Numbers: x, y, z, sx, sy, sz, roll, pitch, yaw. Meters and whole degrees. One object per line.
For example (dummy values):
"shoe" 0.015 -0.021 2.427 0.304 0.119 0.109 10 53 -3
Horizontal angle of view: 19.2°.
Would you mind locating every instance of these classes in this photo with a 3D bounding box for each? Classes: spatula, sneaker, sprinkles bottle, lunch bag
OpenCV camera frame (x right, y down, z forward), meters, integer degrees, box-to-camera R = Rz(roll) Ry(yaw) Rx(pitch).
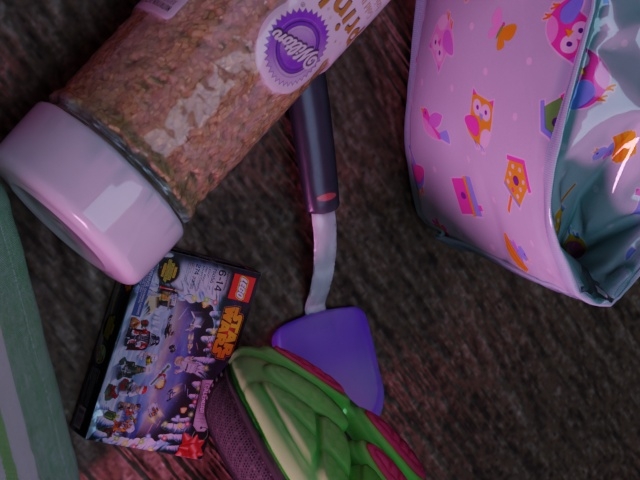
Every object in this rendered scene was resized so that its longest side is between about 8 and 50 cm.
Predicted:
"spatula" 0.000 0.000 1.310 0.084 0.030 0.296 -14 110 -29
"sneaker" 0.014 0.304 1.252 0.202 0.185 0.483 -20 92 14
"sprinkles bottle" -0.046 -0.139 1.188 0.355 0.121 0.121 -49 123 -11
"lunch bag" 0.161 -0.101 1.264 0.160 0.223 0.262 6 101 -30

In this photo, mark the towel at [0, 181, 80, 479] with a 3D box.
"towel" -0.245 0.127 1.083 0.325 0.038 0.248 -51 135 -57

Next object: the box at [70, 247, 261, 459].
"box" -0.103 0.074 1.269 0.094 0.027 0.137 14 96 -35
